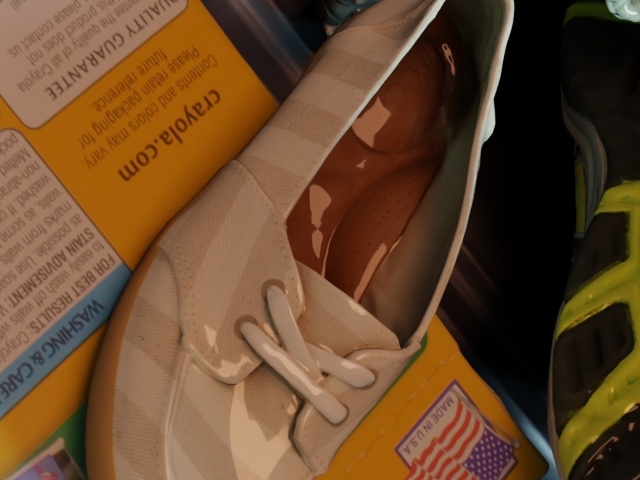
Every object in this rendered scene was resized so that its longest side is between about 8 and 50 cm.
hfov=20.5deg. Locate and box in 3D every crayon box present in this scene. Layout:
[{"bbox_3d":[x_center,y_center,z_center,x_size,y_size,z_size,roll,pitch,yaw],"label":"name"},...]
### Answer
[{"bbox_3d":[-0.096,0.018,0.544,0.323,0.083,0.203,52,54,-10],"label":"crayon box"}]

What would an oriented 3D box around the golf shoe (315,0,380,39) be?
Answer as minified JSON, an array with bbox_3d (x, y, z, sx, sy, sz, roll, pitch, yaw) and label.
[{"bbox_3d":[0.044,-0.144,0.701,0.094,0.077,0.198,50,46,-1],"label":"golf shoe"}]

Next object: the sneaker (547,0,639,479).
[{"bbox_3d":[0.156,0.003,0.711,0.145,0.147,0.384,10,47,14],"label":"sneaker"}]

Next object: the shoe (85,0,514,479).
[{"bbox_3d":[0.000,0.000,0.527,0.076,0.058,0.219,40,57,-19],"label":"shoe"}]

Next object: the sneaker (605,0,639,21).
[{"bbox_3d":[0.154,-0.155,0.632,0.182,0.158,0.410,-29,65,-29],"label":"sneaker"}]
